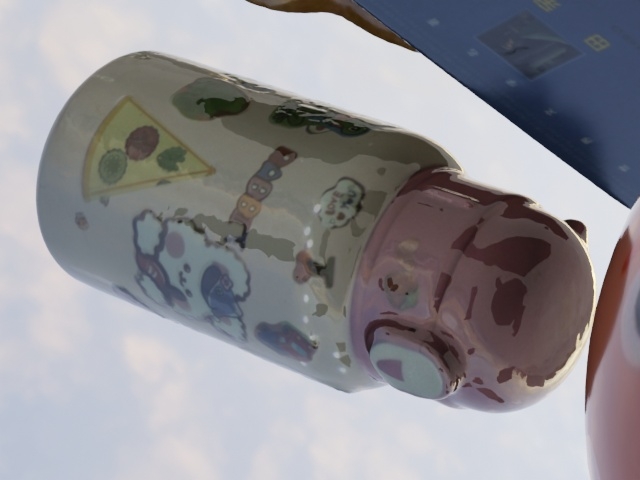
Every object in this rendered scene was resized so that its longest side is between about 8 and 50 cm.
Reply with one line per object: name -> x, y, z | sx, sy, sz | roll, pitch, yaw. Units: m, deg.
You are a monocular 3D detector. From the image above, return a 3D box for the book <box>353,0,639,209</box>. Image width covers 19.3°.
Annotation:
book -> 0.126, -0.100, 0.593 | 0.191, 0.269, 0.025 | 35, -120, -21

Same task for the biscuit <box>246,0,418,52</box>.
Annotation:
biscuit -> 0.071, -0.129, 0.841 | 0.295, 0.044, 0.186 | 5, -153, -15

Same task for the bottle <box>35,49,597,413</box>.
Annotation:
bottle -> 0.000, 0.000, 0.817 | 0.253, 0.120, 0.120 | 20, -162, 37

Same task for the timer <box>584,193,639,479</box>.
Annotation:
timer -> 0.181, 0.038, 0.460 | 0.229, 0.229, 0.215 | 47, -149, 0
